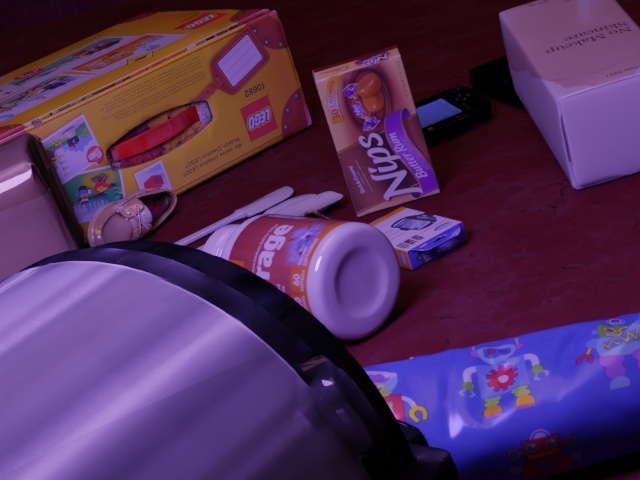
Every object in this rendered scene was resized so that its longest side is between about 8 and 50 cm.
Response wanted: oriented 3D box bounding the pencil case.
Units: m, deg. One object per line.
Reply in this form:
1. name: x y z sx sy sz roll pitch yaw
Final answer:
1. pencil case: 0.166 0.127 1.275 0.306 0.119 0.133 -15 42 4

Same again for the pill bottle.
1. pill bottle: -0.028 0.034 1.690 0.121 0.121 0.216 -32 24 -34

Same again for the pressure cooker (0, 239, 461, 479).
1. pressure cooker: -0.134 0.201 0.947 0.420 0.370 0.375 -39 -13 -51

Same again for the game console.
1. game console: 0.208 -0.185 2.179 0.361 0.044 0.213 -24 20 -14

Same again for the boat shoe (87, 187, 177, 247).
1. boat shoe: -0.249 -0.031 2.137 0.059 0.063 0.170 -13 19 31

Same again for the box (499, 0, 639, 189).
1. box: 0.324 -0.192 1.931 0.148 0.121 0.311 -17 27 0

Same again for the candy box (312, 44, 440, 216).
1. candy box: 0.068 -0.132 1.946 0.109 0.186 0.053 -16 23 3

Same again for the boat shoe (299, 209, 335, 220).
1. boat shoe: 0.000 0.000 1.829 0.073 0.073 0.207 -29 21 -19

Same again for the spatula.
1. spatula: -0.103 -0.013 2.031 0.242 0.019 0.168 -27 23 -24

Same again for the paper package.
1. paper package: -0.456 0.020 1.934 0.325 0.168 0.309 -26 13 -5

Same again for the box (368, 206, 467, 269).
1. box: 0.102 -0.002 1.812 0.081 0.028 0.136 -27 24 -25

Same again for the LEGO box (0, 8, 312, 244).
1. LEGO box: -0.331 -0.166 2.371 0.500 0.193 0.372 -30 23 -30
